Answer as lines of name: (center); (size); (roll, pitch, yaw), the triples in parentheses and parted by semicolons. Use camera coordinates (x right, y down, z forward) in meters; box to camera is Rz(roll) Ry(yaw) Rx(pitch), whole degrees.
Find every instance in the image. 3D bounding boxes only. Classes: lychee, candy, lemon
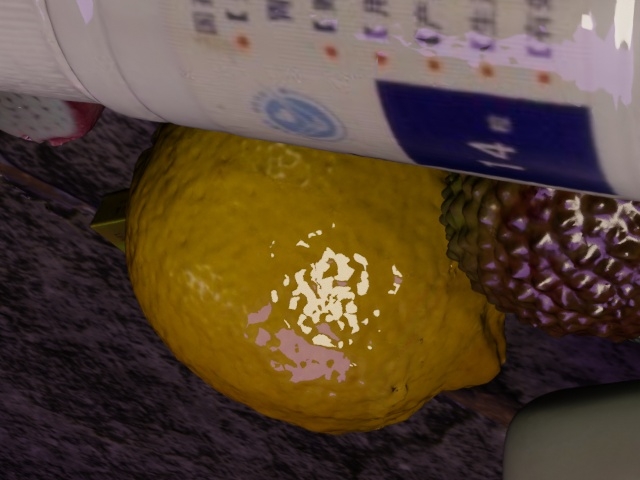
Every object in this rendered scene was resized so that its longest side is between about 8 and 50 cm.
lychee: (0.134, -0.029, 0.837); (0.171, 0.171, 0.171); (18, 154, 9)
candy: (-0.175, -0.098, 1.088); (0.103, 0.043, 0.103); (18, 154, 9)
lemon: (0.000, 0.000, 0.964); (0.231, 0.192, 0.192); (34, 158, 17)

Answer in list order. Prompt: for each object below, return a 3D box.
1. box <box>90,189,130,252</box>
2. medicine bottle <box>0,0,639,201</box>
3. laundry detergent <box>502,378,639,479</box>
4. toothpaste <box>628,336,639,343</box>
box: (-0.047, 0.001, 1.194); (0.121, 0.030, 0.193); (38, 151, -30)
medicine bottle: (0.012, -0.128, 0.709); (0.332, 0.190, 0.190); (11, 152, 23)
laundry detergent: (0.323, 0.114, 0.976); (0.398, 0.125, 0.264); (-15, 162, 40)
toothpaste: (0.172, 0.040, 1.042); (0.049, 0.031, 0.204); (37, 170, -29)
